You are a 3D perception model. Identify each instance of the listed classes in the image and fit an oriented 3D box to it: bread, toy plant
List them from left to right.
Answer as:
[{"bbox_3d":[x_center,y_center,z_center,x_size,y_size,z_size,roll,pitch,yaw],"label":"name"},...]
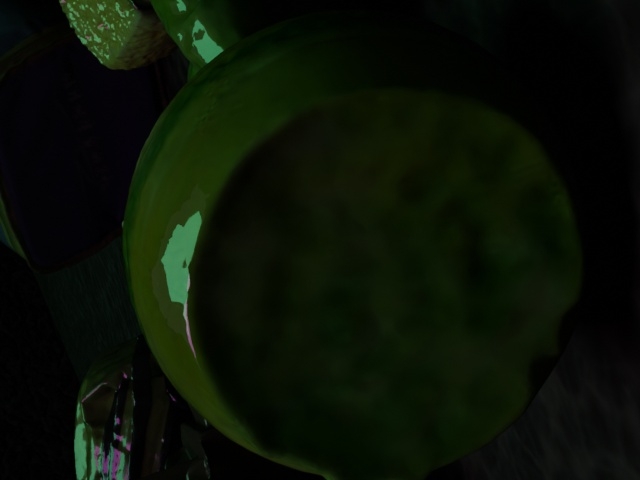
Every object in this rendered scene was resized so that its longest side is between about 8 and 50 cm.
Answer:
[{"bbox_3d":[-0.130,-0.196,0.945,0.129,0.111,0.114,49,161,-7],"label":"bread"},{"bbox_3d":[-0.009,-0.038,0.636,0.224,0.184,0.316,58,-179,-22],"label":"toy plant"}]

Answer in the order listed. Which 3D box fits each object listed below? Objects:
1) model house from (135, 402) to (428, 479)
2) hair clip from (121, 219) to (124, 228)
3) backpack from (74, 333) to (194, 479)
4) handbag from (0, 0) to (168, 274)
[{"bbox_3d":[-0.031,0.179,0.862,0.204,0.211,0.243,173,79,-72],"label":"model house"},{"bbox_3d":[-0.067,0.097,1.103,0.172,0.113,0.282,159,96,-74],"label":"hair clip"},{"bbox_3d":[-0.122,0.207,1.220,0.140,0.207,0.253,-164,66,-71],"label":"backpack"},{"bbox_3d":[-0.289,-0.129,1.292,0.241,0.222,0.263,33,143,39],"label":"handbag"}]
